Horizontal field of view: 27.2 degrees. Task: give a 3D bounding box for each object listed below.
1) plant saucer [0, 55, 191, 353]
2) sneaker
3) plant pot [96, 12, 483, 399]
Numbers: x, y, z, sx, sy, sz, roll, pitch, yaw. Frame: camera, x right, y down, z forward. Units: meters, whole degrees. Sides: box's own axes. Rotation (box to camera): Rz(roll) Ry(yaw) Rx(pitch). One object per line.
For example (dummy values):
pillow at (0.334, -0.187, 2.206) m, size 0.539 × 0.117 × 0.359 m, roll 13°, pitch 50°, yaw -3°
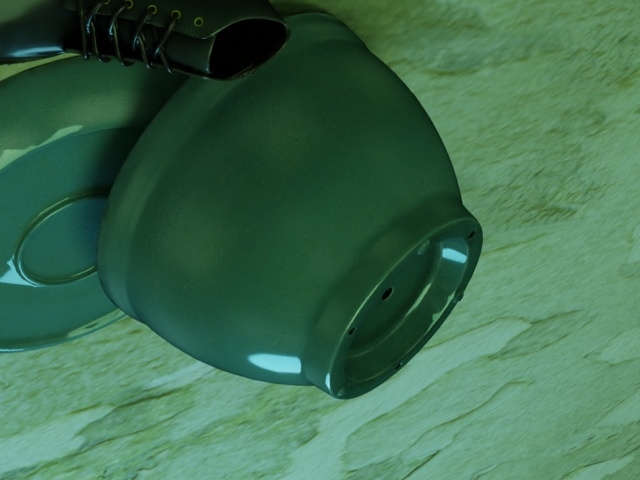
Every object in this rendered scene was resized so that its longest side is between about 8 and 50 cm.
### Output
plant saucer at (-0.198, -0.011, 1.044) m, size 0.317 × 0.044 × 0.317 m, roll -24°, pitch 148°, yaw -17°
sneaker at (-0.134, -0.144, 0.846) m, size 0.222 × 0.118 × 0.083 m, roll -22°, pitch 147°, yaw -21°
plant pot at (0.000, 0.000, 1.035) m, size 0.293 × 0.196 × 0.293 m, roll -38°, pitch 153°, yaw -24°
